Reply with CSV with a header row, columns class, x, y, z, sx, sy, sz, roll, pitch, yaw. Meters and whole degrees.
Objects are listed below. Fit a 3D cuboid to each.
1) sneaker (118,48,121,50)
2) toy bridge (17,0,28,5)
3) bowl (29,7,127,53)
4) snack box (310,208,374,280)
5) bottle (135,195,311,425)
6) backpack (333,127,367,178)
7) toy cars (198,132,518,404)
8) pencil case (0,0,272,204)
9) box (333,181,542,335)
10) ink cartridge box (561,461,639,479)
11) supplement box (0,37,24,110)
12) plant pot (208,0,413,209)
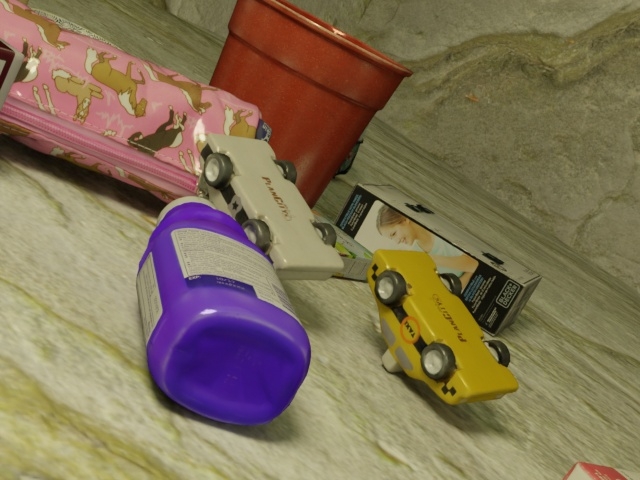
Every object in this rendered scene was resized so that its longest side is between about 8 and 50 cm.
class,x,y,z,sx,sy,sz,roll,pitch,yaw
sneaker,-0.352,-0.223,1.205,0.121,0.111,0.300,27,10,10
toy bridge,-0.561,-0.410,1.557,0.026,0.063,0.188,34,15,21
bowl,-0.372,-0.270,1.387,0.170,0.080,0.170,27,14,-7
snack box,0.000,0.000,1.229,0.141,0.037,0.100,38,14,34
bottle,-0.092,0.040,0.767,0.118,0.092,0.283,24,14,-23
backpack,0.006,-0.231,1.783,0.165,0.188,0.144,33,14,16
toy cars,0.022,0.042,0.944,0.393,0.087,0.176,35,30,-2
pencil case,-0.252,-0.144,1.000,0.386,0.160,0.167,23,-14,-23
box,0.177,0.021,1.408,0.290,0.087,0.169,33,14,16
ink cartridge box,0.287,0.261,0.718,0.217,0.092,0.158,20,16,-39
supplement box,-0.373,-0.133,0.754,0.073,0.130,0.239,35,14,25
plant pot,-0.052,-0.184,1.317,0.272,0.265,0.272,27,14,-7
